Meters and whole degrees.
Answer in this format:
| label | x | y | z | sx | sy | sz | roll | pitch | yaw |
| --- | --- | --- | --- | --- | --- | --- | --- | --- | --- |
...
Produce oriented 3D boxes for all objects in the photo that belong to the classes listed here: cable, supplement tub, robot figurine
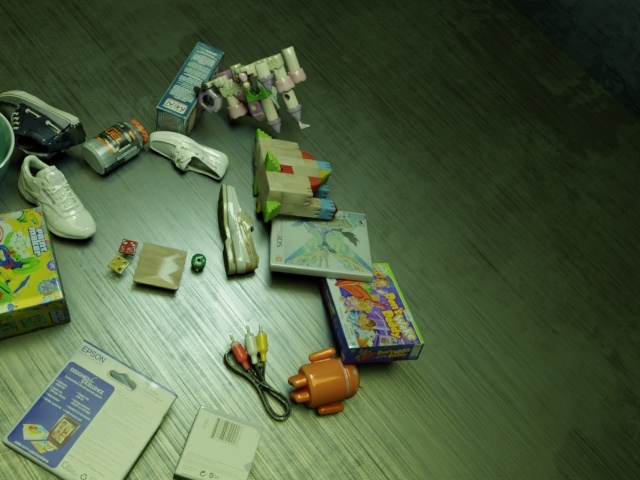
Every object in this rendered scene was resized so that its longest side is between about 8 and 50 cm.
| label | x | y | z | sx | sy | sz | roll | pitch | yaw |
| --- | --- | --- | --- | --- | --- | --- | --- | --- | --- |
| cable | -0.183 | 0.387 | 1.611 | 0.140 | 0.072 | 0.287 | -18 | 69 | -19 |
| supplement tub | -0.664 | -0.309 | 1.827 | 0.117 | 0.117 | 0.190 | 41 | 58 | 8 |
| robot figurine | 0.019 | 0.407 | 1.626 | 0.220 | 0.128 | 0.158 | -8 | 50 | -21 |

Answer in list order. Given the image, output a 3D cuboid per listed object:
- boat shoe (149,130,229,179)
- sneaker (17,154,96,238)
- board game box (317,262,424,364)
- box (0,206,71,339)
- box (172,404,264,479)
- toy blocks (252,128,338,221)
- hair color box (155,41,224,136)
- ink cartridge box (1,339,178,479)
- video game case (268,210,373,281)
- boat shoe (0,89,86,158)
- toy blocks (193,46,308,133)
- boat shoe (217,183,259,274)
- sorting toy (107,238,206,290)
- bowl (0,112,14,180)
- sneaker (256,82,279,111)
| label | x | y | z | sx | sy | sz | roll | pitch | yaw |
| --- | --- | --- | --- | --- | --- | --- | --- | --- | --- |
| boat shoe | -0.449 | -0.281 | 1.887 | 0.277 | 0.098 | 0.096 | 18 | 57 | -8 |
| sneaker | -0.786 | -0.125 | 1.664 | 0.305 | 0.152 | 0.114 | 41 | 46 | 7 |
| board game box | 0.145 | 0.214 | 1.731 | 0.233 | 0.078 | 0.347 | 0 | 40 | -17 |
| box | -0.855 | 0.098 | 1.507 | 0.279 | 0.177 | 0.290 | -14 | 66 | -23 |
| box | -0.266 | 0.552 | 1.465 | 0.181 | 0.119 | 0.181 | 20 | 59 | -5 |
| toy blocks | -0.079 | -0.212 | 1.909 | 0.261 | 0.190 | 0.381 | 5 | 43 | -21 |
| hair color box | -0.456 | -0.509 | 1.967 | 0.105 | 0.174 | 0.347 | 23 | 58 | -5 |
| ink cartridge box | -0.583 | 0.464 | 1.453 | 0.304 | 0.072 | 0.307 | 31 | 55 | 3 |
| video game case | 0.000 | 0.000 | 1.842 | 0.329 | 0.036 | 0.300 | 7 | 43 | -9 |
| boat shoe | -0.909 | -0.357 | 1.727 | 0.341 | 0.127 | 0.158 | 19 | 40 | 16 |
| toy blocks | -0.212 | -0.478 | 1.939 | 0.289 | 0.260 | 0.309 | -8 | 26 | 25 |
| boat shoe | -0.266 | -0.038 | 1.807 | 0.103 | 0.113 | 0.302 | -3 | 74 | -20 |
| sorting toy | -0.493 | 0.083 | 1.701 | 0.275 | 0.046 | 0.132 | 13 | 59 | -10 |
| bowl | -1.055 | -0.244 | 1.645 | 0.312 | 0.163 | 0.311 | 7 | 60 | -13 |
| sneaker | -0.187 | -0.557 | 2.146 | 0.061 | 0.053 | 0.152 | -20 | 69 | -28 |
